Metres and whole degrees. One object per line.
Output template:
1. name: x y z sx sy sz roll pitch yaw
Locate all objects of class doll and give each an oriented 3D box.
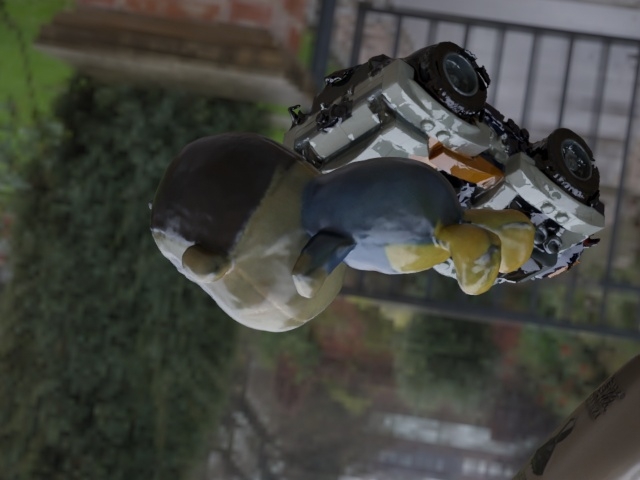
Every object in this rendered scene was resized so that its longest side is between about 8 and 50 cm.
1. doll: 0.000 0.000 0.767 0.179 0.089 0.102 12 -164 21

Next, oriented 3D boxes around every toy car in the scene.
1. toy car: 0.122 -0.055 1.519 0.301 0.118 0.193 35 135 -28

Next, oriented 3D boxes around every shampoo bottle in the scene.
1. shampoo bottle: 0.226 0.165 1.329 0.078 0.257 0.127 41 -167 -10
